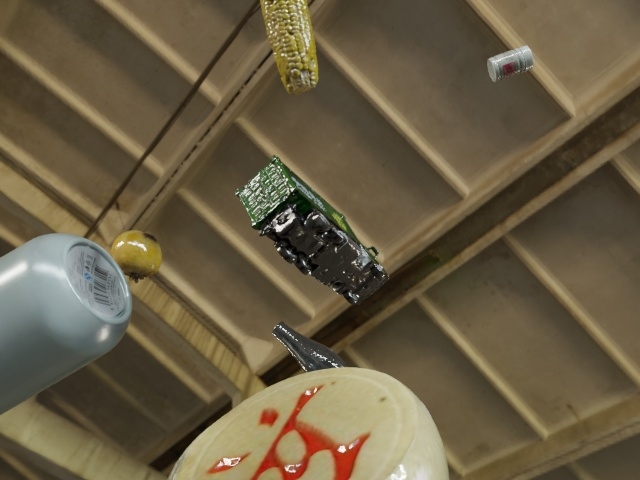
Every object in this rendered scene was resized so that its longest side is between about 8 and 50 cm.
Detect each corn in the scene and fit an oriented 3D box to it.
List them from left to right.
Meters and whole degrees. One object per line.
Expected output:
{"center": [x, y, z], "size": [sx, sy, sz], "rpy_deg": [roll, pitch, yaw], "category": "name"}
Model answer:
{"center": [-0.061, -0.417, 1.091], "size": [0.097, 0.097, 0.262], "rpy_deg": [-14, -96, 19], "category": "corn"}

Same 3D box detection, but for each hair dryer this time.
{"center": [-0.051, 0.300, 1.150], "size": [0.195, 0.075, 0.219], "rpy_deg": [34, -73, 21], "category": "hair dryer"}

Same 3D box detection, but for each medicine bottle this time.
{"center": [0.445, -0.415, 1.304], "size": [0.091, 0.058, 0.058], "rpy_deg": [-19, -59, 6], "category": "medicine bottle"}

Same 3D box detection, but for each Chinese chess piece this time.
{"center": [-0.012, 0.215, 0.487], "size": [0.249, 0.250, 0.103], "rpy_deg": [-15, -76, 19], "category": "Chinese chess piece"}

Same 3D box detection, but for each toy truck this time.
{"center": [0.000, 0.000, 0.813], "size": [0.088, 0.121, 0.259], "rpy_deg": [-40, -41, 10], "category": "toy truck"}

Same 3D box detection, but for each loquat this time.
{"center": [-0.544, 0.044, 1.646], "size": [0.137, 0.163, 0.163], "rpy_deg": [-12, -57, 7], "category": "loquat"}

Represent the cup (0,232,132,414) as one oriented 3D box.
{"center": [-0.452, 0.129, 0.825], "size": [0.312, 0.205, 0.206], "rpy_deg": [-30, -64, 9], "category": "cup"}
